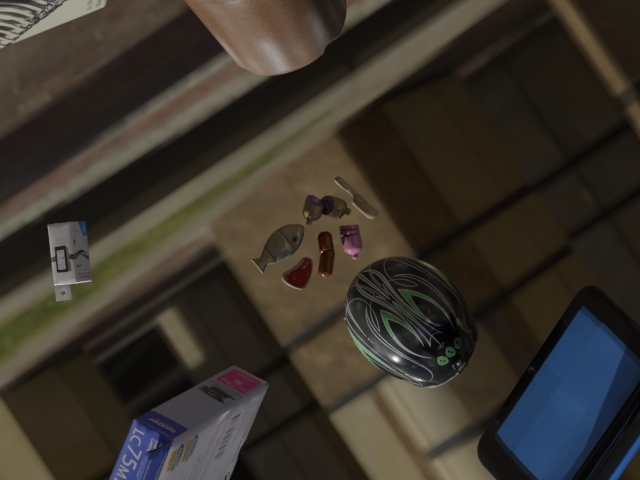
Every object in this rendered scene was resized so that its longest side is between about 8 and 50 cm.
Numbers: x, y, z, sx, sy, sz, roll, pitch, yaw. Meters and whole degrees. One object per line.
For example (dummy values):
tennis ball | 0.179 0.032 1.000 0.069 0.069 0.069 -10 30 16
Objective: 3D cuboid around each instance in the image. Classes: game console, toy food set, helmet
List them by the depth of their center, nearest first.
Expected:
toy food set | 0.000 0.000 1.741 0.122 0.078 0.019 -49 -171 -10
game console | 0.302 0.233 2.237 0.293 0.173 0.250 -60 169 18
helmet | 0.114 0.102 2.386 0.169 0.161 0.169 -31 -146 24

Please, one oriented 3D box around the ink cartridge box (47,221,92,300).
ink cartridge box | -0.270 0.022 1.952 0.028 0.083 0.048 -6 180 13

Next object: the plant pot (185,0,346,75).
plant pot | -0.061 -0.250 1.678 0.167 0.167 0.165 -34 137 0

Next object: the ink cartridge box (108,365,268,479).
ink cartridge box | -0.172 0.264 2.046 0.186 0.065 0.311 -68 166 18

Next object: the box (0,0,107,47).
box | -0.299 -0.186 1.348 0.275 0.094 0.113 -25 166 -15
